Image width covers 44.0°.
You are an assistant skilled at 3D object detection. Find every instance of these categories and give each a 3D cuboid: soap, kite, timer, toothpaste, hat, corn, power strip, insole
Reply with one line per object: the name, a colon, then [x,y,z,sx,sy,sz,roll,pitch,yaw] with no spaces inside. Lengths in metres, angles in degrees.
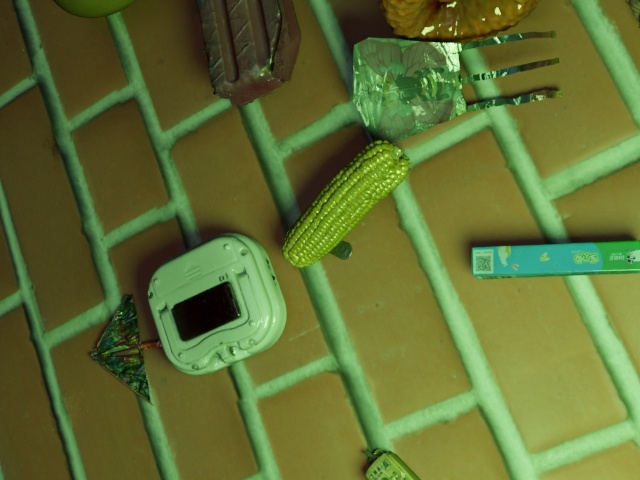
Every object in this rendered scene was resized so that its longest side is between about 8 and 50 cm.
soap: [-0.140,-0.428,1.540,0.182,0.112,0.289,-17,77,18]
kite: [-0.386,0.226,1.607,0.189,0.009,0.232,-14,79,19]
timer: [-0.202,0.120,1.505,0.262,0.087,0.237,-25,75,18]
toothpaste: [0.383,0.033,1.295,0.266,0.065,0.050,-3,79,22]
hat: [0.220,-0.552,1.336,0.285,0.285,0.400,-11,75,20]
kite: [0.229,-0.273,1.376,0.360,0.022,0.204,-4,121,17]
corn: [0.039,-0.063,1.431,0.292,0.101,0.101,-45,69,14]
power strip: [0.180,0.463,1.329,0.305,0.044,0.064,44,100,21]
insole: [0.000,0.000,1.486,0.135,0.002,0.045,25,93,23]

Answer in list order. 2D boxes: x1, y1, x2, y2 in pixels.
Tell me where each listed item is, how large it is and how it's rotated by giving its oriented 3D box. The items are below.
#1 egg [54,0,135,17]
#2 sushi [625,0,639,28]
egg: [-0.441,-0.607,1.611,0.250,0.250,0.322,44,105,21]
sushi: [0.602,-0.418,1.212,0.236,0.171,0.270,38,100,21]
